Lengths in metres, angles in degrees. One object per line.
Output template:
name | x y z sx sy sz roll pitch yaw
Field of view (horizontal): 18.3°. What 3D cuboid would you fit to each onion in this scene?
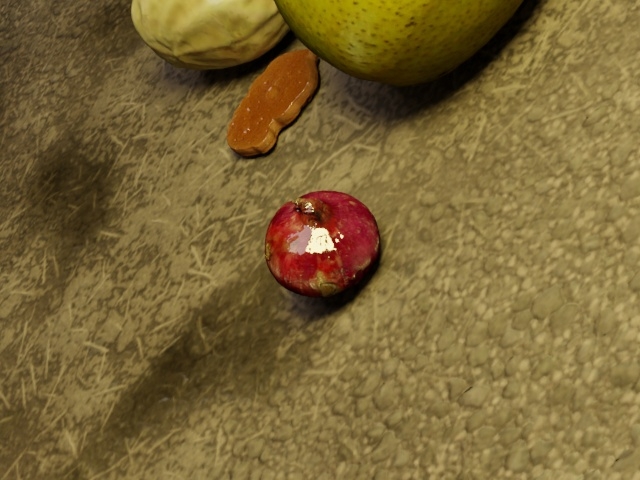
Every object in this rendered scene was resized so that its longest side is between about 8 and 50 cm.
onion | 0.000 0.000 1.771 0.107 0.097 0.107 -14 43 14

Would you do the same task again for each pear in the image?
pear | 0.071 -0.286 1.813 0.294 0.294 0.294 -31 38 28

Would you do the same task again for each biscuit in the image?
biscuit | -0.047 -0.141 2.032 0.130 0.019 0.102 -56 33 -7

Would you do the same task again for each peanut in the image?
peanut | -0.061 -0.280 2.075 0.313 0.152 0.152 -31 37 22
